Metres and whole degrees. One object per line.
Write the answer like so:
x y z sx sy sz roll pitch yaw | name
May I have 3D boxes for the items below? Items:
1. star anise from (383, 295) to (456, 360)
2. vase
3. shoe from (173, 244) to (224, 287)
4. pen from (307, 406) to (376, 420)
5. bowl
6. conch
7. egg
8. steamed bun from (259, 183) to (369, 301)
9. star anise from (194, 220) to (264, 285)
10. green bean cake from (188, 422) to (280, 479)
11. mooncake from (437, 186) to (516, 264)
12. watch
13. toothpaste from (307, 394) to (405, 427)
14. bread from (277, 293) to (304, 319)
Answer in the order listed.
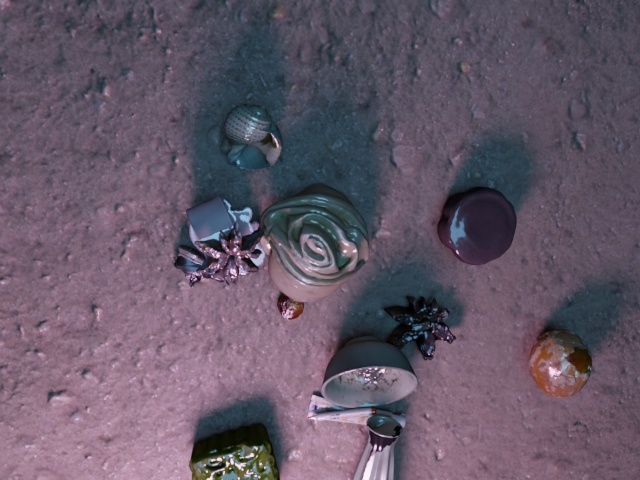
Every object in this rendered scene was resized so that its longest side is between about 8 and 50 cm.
0.313 0.278 1.780 0.219 0.099 0.214 -19 92 -7 | star anise
0.168 0.737 1.773 0.164 0.165 0.361 6 103 -11 | vase
-0.357 0.091 1.648 0.169 0.071 0.099 32 95 -9 | shoe
0.068 0.545 1.772 0.217 0.026 0.026 -6 99 2 | pen
0.141 0.384 1.716 0.289 0.146 0.289 -3 142 -3 | bowl
-0.193 -0.299 1.588 0.172 0.200 0.131 19 55 -26 | conch
0.776 0.401 1.833 0.194 0.195 0.234 -3 99 -10 | egg
0.004 0.009 1.595 0.324 0.219 0.310 -26 101 -24 | steamed bun
-0.227 0.034 1.433 0.195 0.065 0.183 18 113 -28 | star anise
-0.253 0.711 1.712 0.249 0.156 0.247 -13 99 -8 | green bean cake
0.479 -0.046 1.742 0.244 0.133 0.245 -1 98 -10 | mooncake
-0.254 -0.005 1.568 0.196 0.231 0.244 -26 99 -8 | watch
0.117 0.558 1.810 0.314 0.056 0.058 12 53 -7 | toothpaste
-0.090 0.199 1.716 0.084 0.053 0.085 -1 99 -10 | bread
